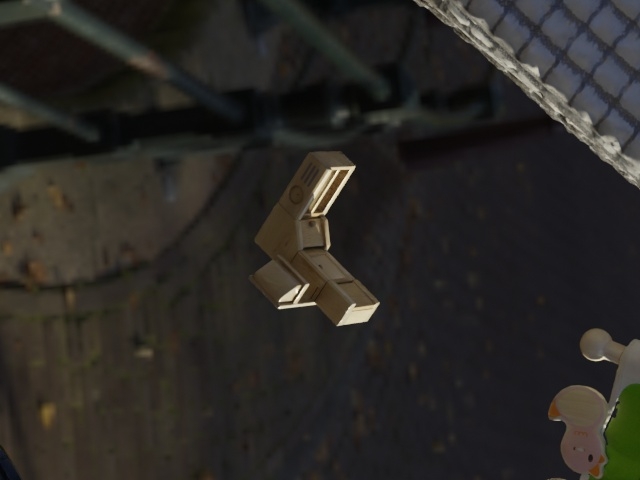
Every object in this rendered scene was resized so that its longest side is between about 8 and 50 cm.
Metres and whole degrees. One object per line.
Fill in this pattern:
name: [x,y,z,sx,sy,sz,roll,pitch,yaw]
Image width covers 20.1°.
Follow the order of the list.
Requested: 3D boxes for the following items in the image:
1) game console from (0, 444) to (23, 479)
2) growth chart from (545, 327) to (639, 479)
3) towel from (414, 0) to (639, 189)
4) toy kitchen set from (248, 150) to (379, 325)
game console: [-0.168,0.255,1.143,0.173,0.293,0.250,-23,78,-47]
growth chart: [0.175,0.172,0.880,0.021,0.172,0.237,-12,113,-59]
towel: [0.200,-0.142,0.916,0.284,0.235,0.121,41,-1,0]
toy kitchen set: [0.000,0.000,1.111,0.083,0.075,0.068,45,28,25]
